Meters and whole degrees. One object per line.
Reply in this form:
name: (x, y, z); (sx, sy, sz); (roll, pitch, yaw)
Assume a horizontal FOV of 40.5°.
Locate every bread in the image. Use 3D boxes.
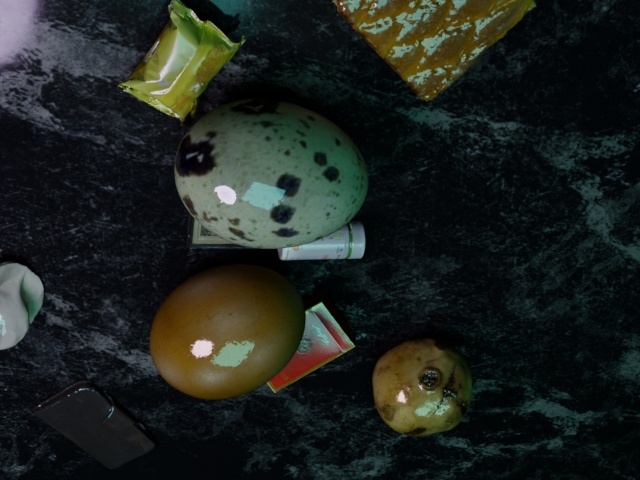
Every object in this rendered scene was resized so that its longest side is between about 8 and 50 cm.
bread: (0.185, -0.449, 1.526); (0.279, 0.207, 0.279); (-43, 125, 18)

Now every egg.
egg: (-0.201, 0.195, 1.894); (0.351, 0.283, 0.282); (-29, 129, 6)
egg: (-0.091, -0.123, 1.664); (0.379, 0.288, 0.288); (15, 123, -22)

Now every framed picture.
framed picture: (-0.185, -0.060, 1.871); (0.199, 0.010, 0.195); (1, 128, -15)

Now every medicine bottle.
medicine bottle: (0.000, 0.000, 1.916); (0.183, 0.086, 0.086); (-1, 128, -13)

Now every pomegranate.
pomegranate: (0.255, 0.368, 2.184); (0.260, 0.260, 0.260); (-7, 129, -9)

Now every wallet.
wallet: (-0.559, 0.470, 2.182); (0.165, 0.042, 0.309); (-26, 129, 10)

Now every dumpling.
dumpling: (-0.673, 0.152, 1.862); (0.172, 0.142, 0.247); (-12, 133, -53)

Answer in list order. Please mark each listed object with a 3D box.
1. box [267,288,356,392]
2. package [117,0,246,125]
box: (-0.054, 0.243, 2.086); (0.239, 0.074, 0.153); (-31, 107, 13)
package: (-0.252, -0.322, 1.593); (0.168, 0.090, 0.226); (25, 121, -33)
